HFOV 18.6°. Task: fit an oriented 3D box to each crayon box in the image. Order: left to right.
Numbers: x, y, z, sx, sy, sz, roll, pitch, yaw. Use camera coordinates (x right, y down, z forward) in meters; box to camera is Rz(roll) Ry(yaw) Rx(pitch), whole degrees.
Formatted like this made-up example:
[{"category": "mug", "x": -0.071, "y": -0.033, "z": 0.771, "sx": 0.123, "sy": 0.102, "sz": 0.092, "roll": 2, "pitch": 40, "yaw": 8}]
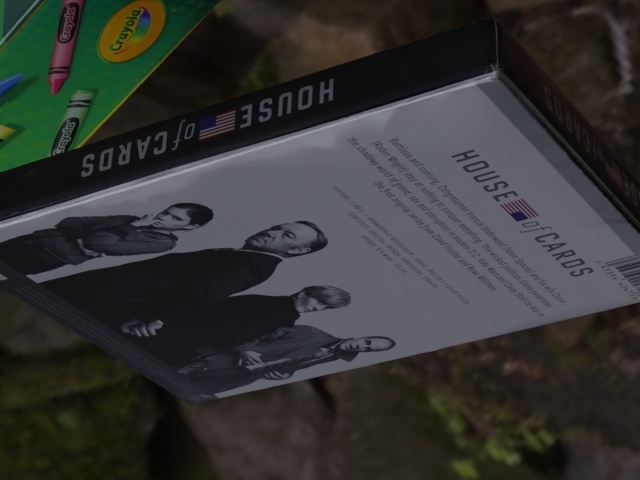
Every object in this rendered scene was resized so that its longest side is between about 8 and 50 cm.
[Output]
[{"category": "crayon box", "x": -0.168, "y": -0.105, "z": 0.907, "sx": 0.278, "sy": 0.081, "sz": 0.165, "roll": -42, "pitch": 53, "yaw": 37}]

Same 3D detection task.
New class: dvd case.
[{"category": "dvd case", "x": 0.000, "y": 0.000, "z": 0.754, "sx": 0.238, "sy": 0.029, "sz": 0.179, "roll": -16, "pitch": 148, "yaw": 26}]
